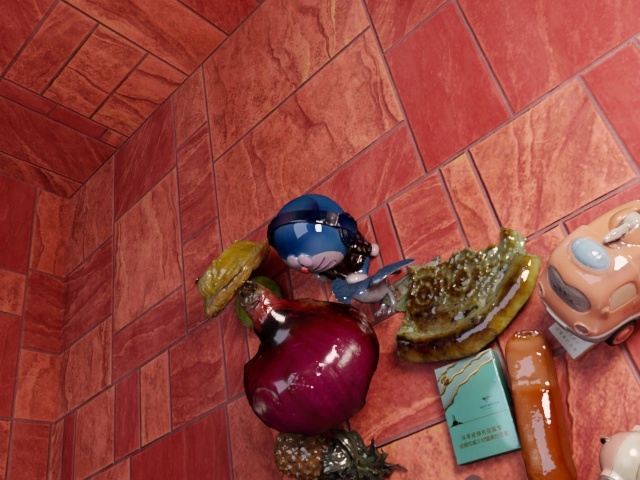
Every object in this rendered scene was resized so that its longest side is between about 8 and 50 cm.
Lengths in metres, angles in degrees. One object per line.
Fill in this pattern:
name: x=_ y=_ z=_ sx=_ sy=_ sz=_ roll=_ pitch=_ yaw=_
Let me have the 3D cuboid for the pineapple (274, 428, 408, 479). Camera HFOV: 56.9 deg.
pineapple: x=0.051 y=0.569 z=1.543 sx=0.364 sy=0.165 sz=0.166 roll=-3 pitch=70 yaw=35

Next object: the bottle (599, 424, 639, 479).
bottle: x=0.612 y=0.421 z=1.048 sx=0.236 sy=0.147 sz=0.148 roll=14 pitch=82 yaw=54

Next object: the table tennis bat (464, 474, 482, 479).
table tennis bat: x=0.338 y=0.568 z=1.345 sx=0.083 sy=0.007 sz=0.050 roll=-42 pitch=48 yaw=21

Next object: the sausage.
sausage: x=0.465 y=0.362 z=1.252 sx=0.097 sy=0.094 sz=0.348 roll=-15 pitch=60 yaw=25

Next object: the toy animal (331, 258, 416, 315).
toy animal: x=0.138 y=0.119 z=1.573 sx=0.239 sy=0.176 sz=0.255 roll=-29 pitch=14 yaw=42

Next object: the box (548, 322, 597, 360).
box: x=0.583 y=0.171 z=1.268 sx=0.167 sy=0.024 sz=0.090 roll=-47 pitch=45 yaw=19

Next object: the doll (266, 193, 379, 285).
doll: x=0.000 y=0.000 z=1.712 sx=0.284 sy=0.310 sz=0.240 roll=-15 pitch=61 yaw=40

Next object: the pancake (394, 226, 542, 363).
pancake: x=0.348 y=0.138 z=1.461 sx=0.426 sy=0.067 sz=0.305 roll=-27 pitch=50 yaw=37

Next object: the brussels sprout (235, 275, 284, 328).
brussels sprout: x=-0.196 y=0.210 z=1.935 sx=0.161 sy=0.144 sz=0.181 roll=24 pitch=115 yaw=15

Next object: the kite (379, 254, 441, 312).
kite: x=0.269 y=0.163 z=1.591 sx=0.323 sy=0.013 sz=0.268 roll=17 pitch=84 yaw=49

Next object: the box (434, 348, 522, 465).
box: x=0.366 y=0.386 z=1.373 sx=0.162 sy=0.041 sz=0.229 roll=-31 pitch=53 yaw=31

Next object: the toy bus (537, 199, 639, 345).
toy bus: x=0.575 y=0.051 z=1.156 sx=0.287 sy=0.232 sz=0.194 roll=-33 pitch=50 yaw=-2

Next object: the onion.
onion: x=-0.057 y=0.269 z=1.553 sx=0.398 sy=0.420 sz=0.398 roll=-26 pitch=14 yaw=7

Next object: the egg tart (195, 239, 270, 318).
egg tart: x=-0.299 y=0.107 z=1.969 sx=0.345 sy=0.132 sz=0.345 roll=-48 pitch=2 yaw=2
